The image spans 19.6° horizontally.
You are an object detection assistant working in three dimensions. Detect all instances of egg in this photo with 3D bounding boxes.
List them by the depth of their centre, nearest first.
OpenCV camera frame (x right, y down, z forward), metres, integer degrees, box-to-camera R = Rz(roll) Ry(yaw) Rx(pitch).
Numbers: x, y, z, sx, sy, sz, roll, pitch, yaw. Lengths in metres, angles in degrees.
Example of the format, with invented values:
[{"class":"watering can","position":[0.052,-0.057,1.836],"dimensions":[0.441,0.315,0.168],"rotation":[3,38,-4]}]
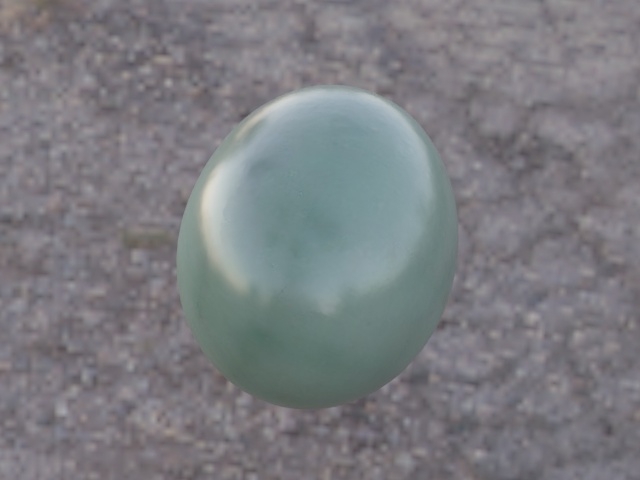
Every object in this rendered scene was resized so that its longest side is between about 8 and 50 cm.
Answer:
[{"class":"egg","position":[0.000,0.000,1.124],"dimensions":[0.168,0.168,0.231],"rotation":[8,43,7]}]
